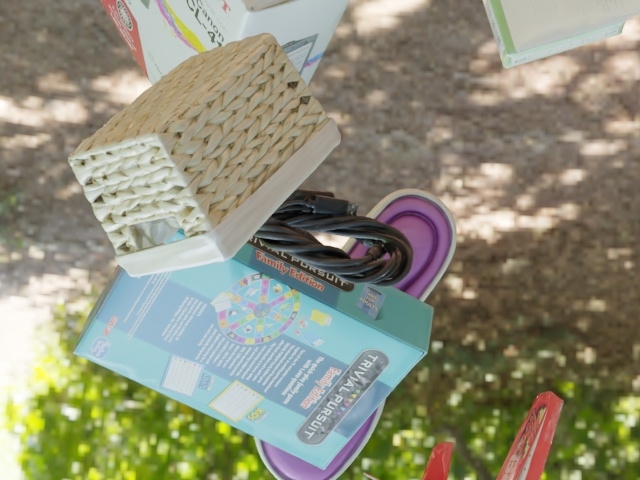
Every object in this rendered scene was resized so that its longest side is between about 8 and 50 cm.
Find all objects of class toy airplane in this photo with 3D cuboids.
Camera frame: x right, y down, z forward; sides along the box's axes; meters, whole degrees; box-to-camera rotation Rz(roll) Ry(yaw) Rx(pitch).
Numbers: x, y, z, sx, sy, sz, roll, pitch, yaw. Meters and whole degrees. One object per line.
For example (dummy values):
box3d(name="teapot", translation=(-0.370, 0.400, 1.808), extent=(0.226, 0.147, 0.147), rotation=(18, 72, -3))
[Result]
box3d(name="toy airplane", translation=(0.071, 0.141, 0.672), extent=(0.028, 0.151, 0.151), rotation=(29, 152, -32))

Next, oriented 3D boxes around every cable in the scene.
box3d(name="cable", translation=(0.000, 0.000, 1.325), extent=(0.184, 0.047, 0.150), rotation=(4, -152, -41))

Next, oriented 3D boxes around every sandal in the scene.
box3d(name="sandal", translation=(0.035, 0.119, 1.751), extent=(0.169, 0.416, 0.102), rotation=(25, 178, -1))

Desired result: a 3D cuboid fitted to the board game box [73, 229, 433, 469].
box3d(name="board game box", translation=(-0.080, 0.102, 1.590), extent=(0.336, 0.079, 0.254), rotation=(27, 131, -11))

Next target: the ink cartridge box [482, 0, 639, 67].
box3d(name="ink cartridge box", translation=(0.263, -0.280, 1.316), extent=(0.235, 0.171, 0.056), rotation=(-16, 171, 3))

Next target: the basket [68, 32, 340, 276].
box3d(name="basket", translation=(-0.084, -0.065, 1.003), extent=(0.113, 0.167, 0.103), rotation=(-10, 118, 41))

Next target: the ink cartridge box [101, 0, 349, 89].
box3d(name="ink cartridge box", translation=(-0.100, -0.251, 1.368), extent=(0.131, 0.226, 0.306), rotation=(-26, 166, -21))
